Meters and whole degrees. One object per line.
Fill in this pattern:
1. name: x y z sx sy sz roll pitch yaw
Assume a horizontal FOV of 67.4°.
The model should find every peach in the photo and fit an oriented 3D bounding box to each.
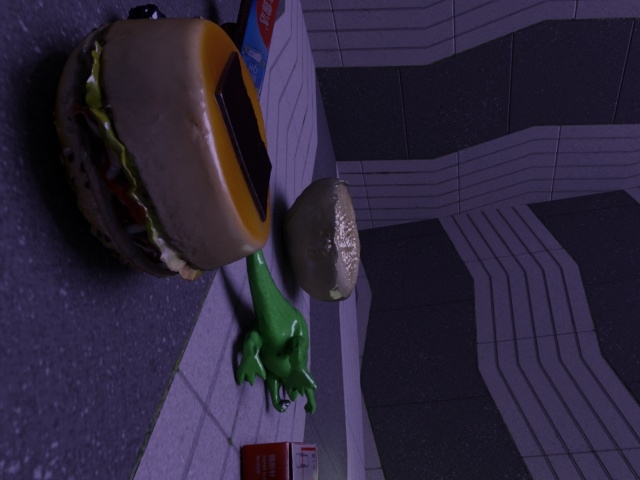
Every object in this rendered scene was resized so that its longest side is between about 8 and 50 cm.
1. peach: -0.200 -0.438 1.072 0.083 0.077 0.050 -35 -121 50

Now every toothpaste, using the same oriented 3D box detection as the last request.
1. toothpaste: -0.148 -0.400 1.002 0.066 0.076 0.321 18 69 -32

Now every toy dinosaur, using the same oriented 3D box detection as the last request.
1. toy dinosaur: -0.077 0.140 1.023 0.374 0.143 0.501 -25 111 -86

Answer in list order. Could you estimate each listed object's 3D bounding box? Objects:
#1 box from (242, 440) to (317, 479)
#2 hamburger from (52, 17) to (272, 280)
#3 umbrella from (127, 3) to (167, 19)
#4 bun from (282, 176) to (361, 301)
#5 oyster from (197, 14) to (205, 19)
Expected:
1. box: -0.069 0.440 0.879 0.182 0.099 0.133 63 22 -62
2. hamburger: -0.164 -0.102 0.543 0.300 0.175 0.301 -10 90 -81
3. umbrella: -0.219 -0.215 0.701 0.248 0.070 0.071 77 9 -50
4. bun: -0.004 -0.002 1.413 0.364 0.202 0.365 -4 90 -76
5. oyster: -0.211 -0.397 0.946 0.080 0.038 0.083 10 47 -43
